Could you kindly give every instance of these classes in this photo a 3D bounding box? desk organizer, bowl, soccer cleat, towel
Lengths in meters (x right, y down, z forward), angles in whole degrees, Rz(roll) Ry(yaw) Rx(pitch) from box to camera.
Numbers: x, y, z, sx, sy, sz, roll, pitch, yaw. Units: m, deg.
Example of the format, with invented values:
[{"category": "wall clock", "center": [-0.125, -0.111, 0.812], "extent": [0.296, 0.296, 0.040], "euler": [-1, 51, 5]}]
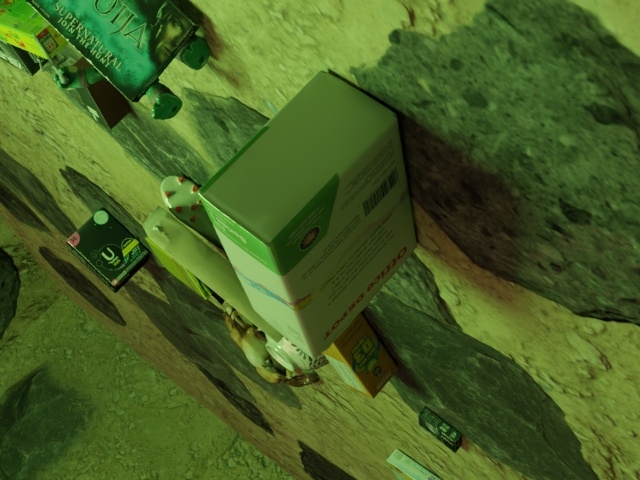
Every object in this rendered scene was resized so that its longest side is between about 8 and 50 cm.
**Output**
[{"category": "desk organizer", "center": [-0.358, -0.242, 1.728], "extent": [0.047, 0.050, 0.130], "euler": [34, 160, 27]}, {"category": "bowl", "center": [-0.052, 0.196, 2.030], "extent": [0.170, 0.080, 0.170], "euler": [39, 163, 14]}, {"category": "soccer cleat", "center": [-0.198, -0.036, 1.838], "extent": [0.196, 0.068, 0.076], "euler": [38, 165, 6]}, {"category": "towel", "center": [-0.314, 0.055, 2.345], "extent": [0.237, 0.021, 0.102], "euler": [27, 151, 57]}]

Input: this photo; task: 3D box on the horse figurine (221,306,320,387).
[{"category": "horse figurine", "center": [-0.123, 0.238, 2.309], "extent": [0.263, 0.066, 0.174], "euler": [44, 157, 5]}]

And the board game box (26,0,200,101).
[{"category": "board game box", "center": [-0.254, -0.277, 1.297], "extent": [0.186, 0.126, 0.026], "euler": [43, -167, 4]}]

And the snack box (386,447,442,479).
[{"category": "snack box", "center": [0.211, 0.508, 2.247], "extent": [0.141, 0.037, 0.100], "euler": [30, 160, 36]}]

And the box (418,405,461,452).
[{"category": "box", "center": [0.210, 0.333, 1.876], "extent": [0.083, 0.018, 0.067], "euler": [36, 162, 22]}]

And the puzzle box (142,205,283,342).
[{"category": "puzzle box", "center": [-0.188, 0.047, 1.841], "extent": [0.272, 0.052, 0.409], "euler": [41, 176, -9]}]

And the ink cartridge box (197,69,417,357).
[{"category": "ink cartridge box", "center": [-0.003, -0.021, 1.214], "extent": [0.117, 0.201, 0.278], "euler": [35, 161, 26]}]

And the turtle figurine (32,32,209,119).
[{"category": "turtle figurine", "center": [-0.259, -0.262, 1.375], "extent": [0.234, 0.118, 0.175], "euler": [35, 120, 21]}]

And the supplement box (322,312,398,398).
[{"category": "supplement box", "center": [0.038, 0.155, 1.745], "extent": [0.080, 0.078, 0.233], "euler": [20, 152, 47]}]

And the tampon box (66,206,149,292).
[{"category": "tampon box", "center": [-0.510, 0.024, 2.560], "extent": [0.161, 0.120, 0.101], "euler": [43, 163, 1]}]

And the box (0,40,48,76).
[{"category": "box", "center": [-0.602, -0.418, 1.837], "extent": [0.270, 0.060, 0.216], "euler": [31, 158, 34]}]

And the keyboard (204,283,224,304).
[{"category": "keyboard", "center": [-0.246, 0.072, 2.262], "extent": [0.108, 0.023, 0.180], "euler": [39, 164, 35]}]

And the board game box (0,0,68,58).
[{"category": "board game box", "center": [-0.428, -0.333, 1.601], "extent": [0.181, 0.092, 0.043], "euler": [26, 155, 44]}]
